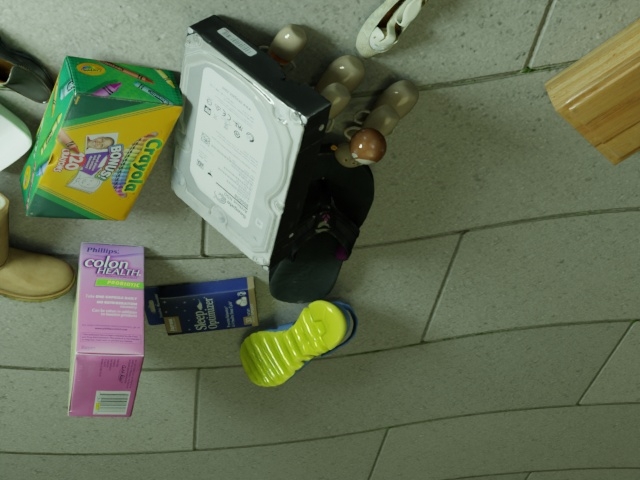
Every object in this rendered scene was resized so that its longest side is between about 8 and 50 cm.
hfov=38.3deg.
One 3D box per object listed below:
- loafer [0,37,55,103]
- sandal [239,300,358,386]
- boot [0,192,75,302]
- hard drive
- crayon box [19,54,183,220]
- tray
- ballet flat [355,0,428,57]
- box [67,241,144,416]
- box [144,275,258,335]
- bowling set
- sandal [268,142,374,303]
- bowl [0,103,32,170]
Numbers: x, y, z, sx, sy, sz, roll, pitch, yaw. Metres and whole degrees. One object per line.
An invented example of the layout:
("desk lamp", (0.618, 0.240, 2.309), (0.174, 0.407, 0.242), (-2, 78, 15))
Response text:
("loafer", (-0.447, -0.240, 1.304), (0.062, 0.061, 0.170), (-30, 138, 22))
("sandal", (-0.037, 0.212, 1.919), (0.317, 0.126, 0.138), (-27, 172, 35))
("boot", (-0.530, 0.006, 1.538), (0.236, 0.089, 0.269), (3, 150, -14))
("hard drive", (-0.119, -0.135, 1.381), (0.064, 0.237, 0.339), (-37, 158, -35))
("crayon box", (-0.340, -0.146, 1.405), (0.165, 0.081, 0.278), (2, 142, -33))
("tray", (0.586, -0.292, 1.447), (0.411, 0.076, 0.203), (-35, 135, 28))
("ballet flat", (0.104, -0.317, 1.330), (0.057, 0.052, 0.168), (13, 137, -26))
("box", (-0.390, 0.165, 1.677), (0.117, 0.243, 0.213), (4, 139, -17))
("box", (-0.240, 0.134, 1.839), (0.225, 0.036, 0.136), (-5, 142, -3))
("bowling set", (0.016, -0.174, 1.385), (0.287, 0.199, 0.154), (22, 135, -29))
("sandal", (0.002, 0.001, 1.656), (0.168, 0.107, 0.445), (-1, 143, -10))
("bowl", (-0.522, -0.166, 1.389), (0.142, 0.053, 0.142), (-28, 137, 22))
